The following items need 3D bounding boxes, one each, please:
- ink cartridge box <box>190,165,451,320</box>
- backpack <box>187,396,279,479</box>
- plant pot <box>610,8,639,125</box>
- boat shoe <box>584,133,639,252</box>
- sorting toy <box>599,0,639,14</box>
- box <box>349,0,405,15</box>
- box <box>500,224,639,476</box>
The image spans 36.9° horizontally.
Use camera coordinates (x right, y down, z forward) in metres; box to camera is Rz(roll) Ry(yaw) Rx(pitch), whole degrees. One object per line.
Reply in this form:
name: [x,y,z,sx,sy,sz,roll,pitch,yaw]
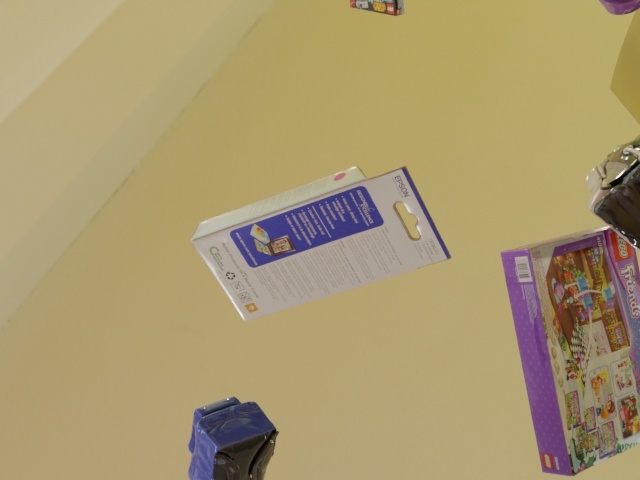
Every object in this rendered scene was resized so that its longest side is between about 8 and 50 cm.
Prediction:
ink cartridge box: [0.000,0.000,1.476,0.370,0.176,0.069,-17,-150,24]
backpack: [-0.113,0.262,1.184,0.098,0.120,0.101,-10,-144,-30]
plant pot: [0.569,-0.286,1.421,0.212,0.187,0.212,-2,-152,1]
boat shoe: [0.422,-0.086,1.182,0.127,0.158,0.340,41,-162,4]
sorting toy: [0.412,-0.368,0.922,0.365,0.126,0.127,-39,-106,9]
box: [0.105,-0.483,1.822,0.027,0.094,0.137,-23,-150,-31]
box: [0.350,0.137,1.259,0.200,0.057,0.293,-12,-88,-33]
